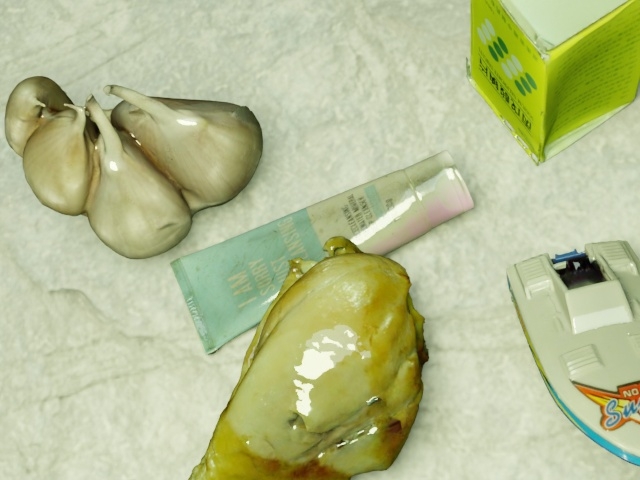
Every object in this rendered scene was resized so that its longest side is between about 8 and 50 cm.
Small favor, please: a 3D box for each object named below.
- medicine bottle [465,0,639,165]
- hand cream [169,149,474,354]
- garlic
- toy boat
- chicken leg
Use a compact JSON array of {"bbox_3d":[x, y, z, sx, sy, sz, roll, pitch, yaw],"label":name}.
[{"bbox_3d":[0.231,-0.205,1.144,0.141,0.250,0.137,-35,69,-5],"label":"medicine bottle"},{"bbox_3d":[0.000,0.000,1.189,0.312,0.070,0.111,-26,70,1],"label":"hand cream"},{"bbox_3d":[-0.191,-0.100,1.170,0.237,0.292,0.210,43,83,-19],"label":"garlic"},{"bbox_3d":[0.255,0.097,1.019,0.129,0.088,0.295,-13,32,3],"label":"toy boat"},{"bbox_3d":[-0.056,0.192,1.077,0.201,0.153,0.429,42,86,5],"label":"chicken leg"}]
